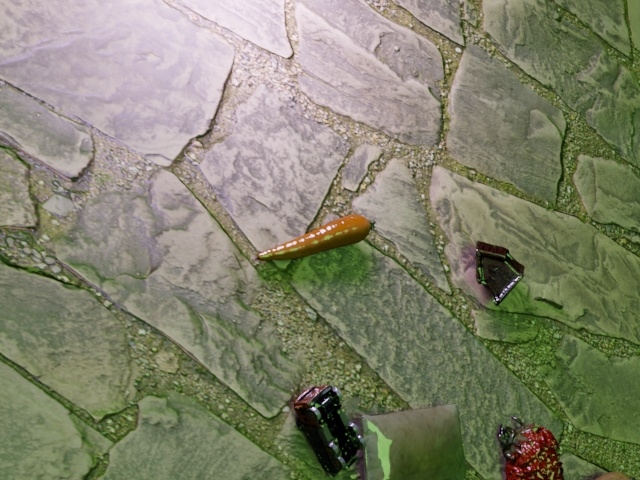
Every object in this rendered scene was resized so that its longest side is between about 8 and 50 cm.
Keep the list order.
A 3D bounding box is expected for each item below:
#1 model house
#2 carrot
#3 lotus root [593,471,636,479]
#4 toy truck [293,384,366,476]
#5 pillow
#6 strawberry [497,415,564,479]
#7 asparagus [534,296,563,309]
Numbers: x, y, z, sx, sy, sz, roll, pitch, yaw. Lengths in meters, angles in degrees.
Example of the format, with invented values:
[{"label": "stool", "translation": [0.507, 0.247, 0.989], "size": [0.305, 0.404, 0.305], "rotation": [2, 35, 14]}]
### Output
[{"label": "model house", "translation": [0.457, 0.065, 2.044], "size": [0.152, 0.106, 0.165], "rotation": [47, 19, -2]}, {"label": "carrot", "translation": [0.000, 0.000, 1.747], "size": [0.336, 0.069, 0.069], "rotation": [-19, 89, -35]}, {"label": "lotus root", "translation": [0.807, 0.694, 2.098], "size": [0.221, 0.118, 0.125], "rotation": [-3, 96, -33]}, {"label": "toy truck", "translation": [0.017, 0.399, 1.633], "size": [0.083, 0.092, 0.192], "rotation": [-35, 106, -36]}, {"label": "pillow", "translation": [0.218, 0.475, 1.762], "size": [0.302, 0.075, 0.184], "rotation": [1, 78, -34]}, {"label": "strawberry", "translation": [0.561, 0.579, 1.958], "size": [0.188, 0.106, 0.286], "rotation": [-37, 100, -35]}, {"label": "asparagus", "translation": [0.647, 0.175, 2.188], "size": [0.114, 0.014, 0.015], "rotation": [21, 49, -29]}]
